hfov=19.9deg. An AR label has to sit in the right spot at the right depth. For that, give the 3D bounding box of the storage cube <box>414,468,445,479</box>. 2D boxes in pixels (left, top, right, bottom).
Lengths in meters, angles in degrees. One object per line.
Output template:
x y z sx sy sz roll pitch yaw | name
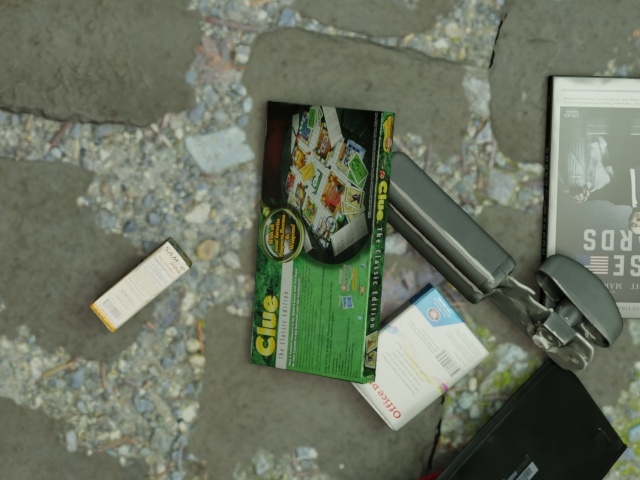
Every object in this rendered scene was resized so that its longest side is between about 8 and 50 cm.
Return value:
0.074 0.356 1.716 0.184 0.215 0.193 -25 98 35 | storage cube

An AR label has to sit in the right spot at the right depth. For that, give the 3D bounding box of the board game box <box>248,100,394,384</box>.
0.000 0.000 1.754 0.136 0.030 0.259 8 97 31 | board game box

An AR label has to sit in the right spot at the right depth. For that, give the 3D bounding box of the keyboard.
0.202 0.262 1.716 0.033 0.317 0.201 -32 94 45 | keyboard

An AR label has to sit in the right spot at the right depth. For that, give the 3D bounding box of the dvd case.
0.310 -0.041 1.798 0.179 0.029 0.238 1 95 -2 | dvd case

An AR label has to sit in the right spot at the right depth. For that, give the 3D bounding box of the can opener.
0.170 0.012 1.770 0.283 0.076 0.095 45 68 1 | can opener

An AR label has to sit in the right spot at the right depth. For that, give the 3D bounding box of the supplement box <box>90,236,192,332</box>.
-0.173 0.042 1.768 0.098 0.062 0.036 -39 95 1 | supplement box

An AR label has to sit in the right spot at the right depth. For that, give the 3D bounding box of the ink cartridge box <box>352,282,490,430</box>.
0.090 0.114 1.792 0.122 0.052 0.088 -39 96 1 | ink cartridge box
